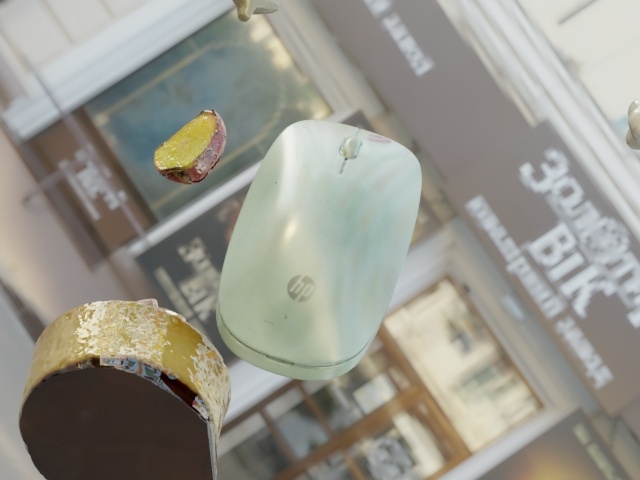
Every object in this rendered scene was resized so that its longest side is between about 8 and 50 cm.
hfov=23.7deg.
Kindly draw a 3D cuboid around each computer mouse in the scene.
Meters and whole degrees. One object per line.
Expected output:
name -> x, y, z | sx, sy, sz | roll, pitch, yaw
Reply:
computer mouse -> 0.000, -0.003, 1.406 | 0.159, 0.288, 0.097 | 16, -30, 6

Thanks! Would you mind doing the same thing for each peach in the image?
peach -> -0.132, -0.096, 1.616 | 0.077, 0.083, 0.050 | -3, -33, 37

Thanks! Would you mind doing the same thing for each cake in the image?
cake -> -0.171, 0.139, 1.437 | 0.207, 0.185, 0.178 | 31, 33, -5

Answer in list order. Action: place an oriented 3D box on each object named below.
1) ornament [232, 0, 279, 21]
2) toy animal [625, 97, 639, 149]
ornament -> -0.116, -0.446, 2.194 | 0.230, 0.061, 0.245 | 49, 43, -24
toy animal -> 0.338, -0.133, 0.981 | 0.138, 0.282, 0.140 | 49, 24, 27
